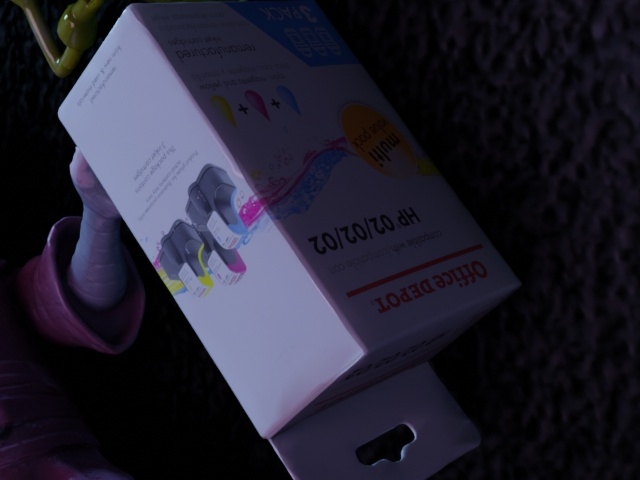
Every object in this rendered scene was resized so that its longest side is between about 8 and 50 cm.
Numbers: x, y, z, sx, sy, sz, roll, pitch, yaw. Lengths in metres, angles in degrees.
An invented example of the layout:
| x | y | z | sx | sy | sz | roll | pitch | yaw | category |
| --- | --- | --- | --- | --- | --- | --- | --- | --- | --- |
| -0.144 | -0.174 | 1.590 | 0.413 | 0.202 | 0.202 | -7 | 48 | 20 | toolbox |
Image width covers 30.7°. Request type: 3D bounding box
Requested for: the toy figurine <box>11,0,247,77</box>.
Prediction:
| x | y | z | sx | sy | sz | roll | pitch | yaw | category |
| --- | --- | --- | --- | --- | --- | --- | --- | --- | --- |
| -0.181 | -0.239 | 0.439 | 0.191 | 0.217 | 0.362 | -16 | 90 | 40 | toy figurine |

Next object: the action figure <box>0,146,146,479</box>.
| x | y | z | sx | sy | sz | roll | pitch | yaw | category |
| --- | --- | --- | --- | --- | --- | --- | --- | --- | --- |
| -0.145 | 0.108 | 0.555 | 0.275 | 0.248 | 0.370 | 83 | 164 | -66 | action figure |

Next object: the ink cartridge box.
| x | y | z | sx | sy | sz | roll | pitch | yaw | category |
| --- | --- | --- | --- | --- | --- | --- | --- | --- | --- |
| 0.000 | 0.000 | 0.421 | 0.061 | 0.104 | 0.181 | -45 | 73 | 36 | ink cartridge box |
